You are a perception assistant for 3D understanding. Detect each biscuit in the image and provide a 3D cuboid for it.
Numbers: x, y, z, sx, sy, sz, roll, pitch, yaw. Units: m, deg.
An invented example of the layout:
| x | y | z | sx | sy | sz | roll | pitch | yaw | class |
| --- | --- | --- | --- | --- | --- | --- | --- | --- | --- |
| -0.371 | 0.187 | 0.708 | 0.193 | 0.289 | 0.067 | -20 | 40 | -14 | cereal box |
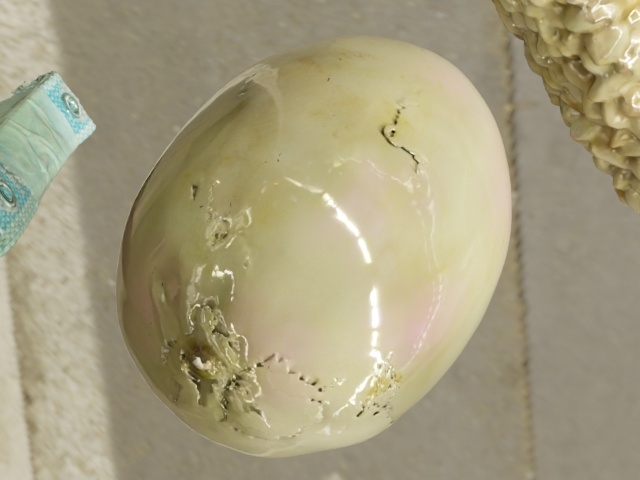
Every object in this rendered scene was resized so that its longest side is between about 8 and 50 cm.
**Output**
| x | y | z | sx | sy | sz | roll | pitch | yaw | class |
| --- | --- | --- | --- | --- | --- | --- | --- | --- | --- |
| 0.087 | -0.077 | 0.584 | 0.082 | 0.070 | 0.168 | -48 | 133 | -8 | biscuit |

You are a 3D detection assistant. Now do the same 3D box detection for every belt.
| x | y | z | sx | sy | sz | roll | pitch | yaw | class |
| --- | --- | --- | --- | --- | --- | --- | --- | --- | --- |
| -0.239 | -0.048 | 1.466 | 0.087 | 0.302 | 0.072 | -34 | 103 | 18 | belt |

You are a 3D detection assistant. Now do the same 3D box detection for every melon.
| x | y | z | sx | sy | sz | roll | pitch | yaw | class |
| --- | --- | --- | --- | --- | --- | --- | --- | --- | --- |
| 0.000 | 0.000 | 1.237 | 0.223 | 0.223 | 0.317 | 65 | 34 | -23 | melon |
